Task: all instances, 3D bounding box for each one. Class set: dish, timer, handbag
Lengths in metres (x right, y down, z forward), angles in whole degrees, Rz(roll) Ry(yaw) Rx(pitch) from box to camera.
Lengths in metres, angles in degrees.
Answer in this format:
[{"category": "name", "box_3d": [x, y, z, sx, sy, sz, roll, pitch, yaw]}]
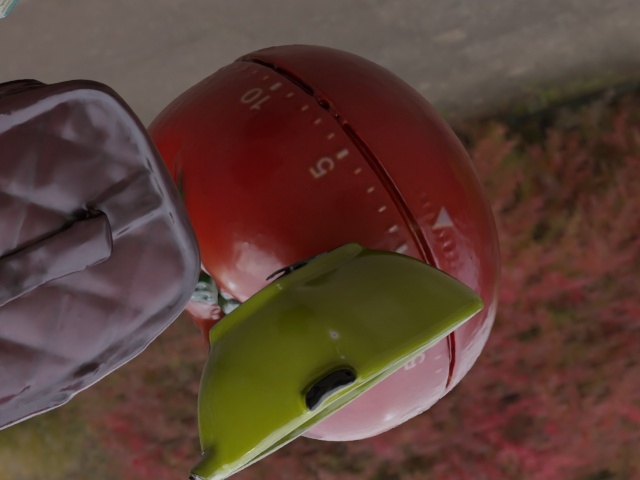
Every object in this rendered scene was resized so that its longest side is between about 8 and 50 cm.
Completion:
[{"category": "dish", "box_3d": [-0.008, 0.080, 1.286, 0.221, 0.108, 0.262, -39, 171, 33]}, {"category": "timer", "box_3d": [0.000, 0.000, 1.571, 0.279, 0.378, 0.378, -31, 176, -22]}, {"category": "handbag", "box_3d": [-0.178, 0.013, 0.801, 0.225, 0.146, 0.135, -28, -161, -23]}]

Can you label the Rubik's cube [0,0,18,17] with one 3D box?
[{"category": "Rubik's cube", "box_3d": [-0.244, -0.278, 1.166, 0.213, 0.224, 0.265, -48, 157, 15]}]
